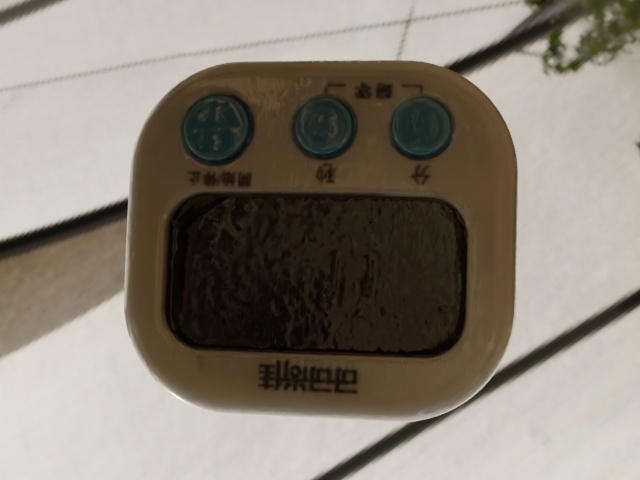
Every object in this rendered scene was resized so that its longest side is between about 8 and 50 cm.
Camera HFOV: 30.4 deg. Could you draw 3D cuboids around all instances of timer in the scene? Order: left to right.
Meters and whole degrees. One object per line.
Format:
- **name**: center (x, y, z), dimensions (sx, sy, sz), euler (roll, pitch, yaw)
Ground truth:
- **timer**: center (0.000, 0.000, 0.793), dimensions (0.087, 0.262, 0.237), euler (22, -111, -79)
